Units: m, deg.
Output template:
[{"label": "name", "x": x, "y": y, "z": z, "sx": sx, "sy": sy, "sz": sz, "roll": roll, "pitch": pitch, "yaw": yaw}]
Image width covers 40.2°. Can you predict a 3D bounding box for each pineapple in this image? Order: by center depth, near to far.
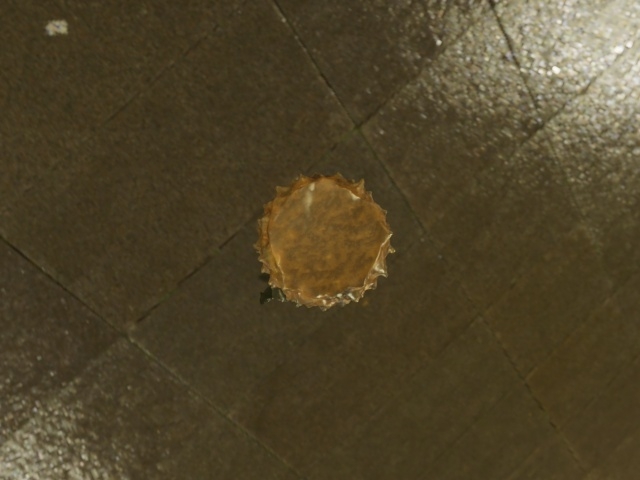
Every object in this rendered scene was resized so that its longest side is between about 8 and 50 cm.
[{"label": "pineapple", "x": 0.000, "y": 0.000, "z": 0.803, "sx": 0.119, "sy": 0.277, "sz": 0.130, "roll": 3, "pitch": 85, "yaw": -3}]
